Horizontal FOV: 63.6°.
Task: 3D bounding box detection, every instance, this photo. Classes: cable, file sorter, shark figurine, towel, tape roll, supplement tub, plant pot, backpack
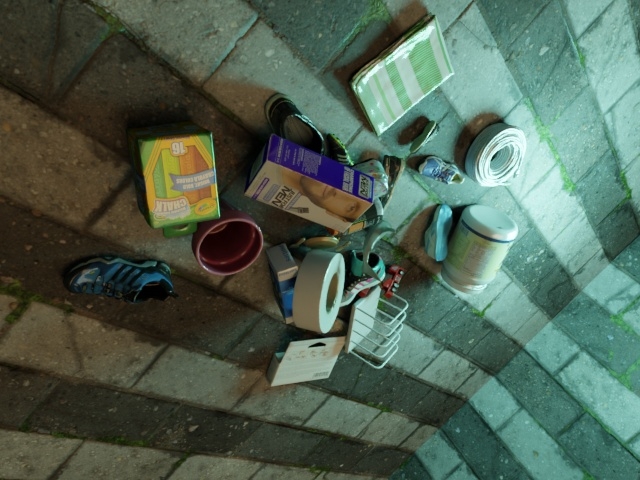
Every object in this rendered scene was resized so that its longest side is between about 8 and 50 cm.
[{"bbox_3d":[0.678,-0.329,1.992,0.256,0.089,0.257,-8,128,-28],"label":"cable"},{"bbox_3d":[0.238,0.360,2.154,0.192,0.173,0.278,-35,143,-42],"label":"file sorter"},{"bbox_3d":[0.213,-0.002,1.858,0.278,0.116,0.166,-61,137,-38],"label":"shark figurine"},{"bbox_3d":[0.259,-0.506,1.602,0.324,0.038,0.248,-40,137,0],"label":"towel"},{"bbox_3d":[-0.002,0.177,1.803,0.286,0.100,0.287,10,90,-74],"label":"tape roll"},{"bbox_3d":[0.111,-0.088,1.786,0.190,0.117,0.117,-18,133,-21],"label":"supplement tub"},{"bbox_3d":[-0.294,-0.028,1.517,0.201,0.180,0.202,-19,133,-21],"label":"plant pot"},{"bbox_3d":[0.656,0.039,2.170,0.235,0.235,0.325,-5,127,-31],"label":"supplement tub"},{"bbox_3d":[0.128,-0.180,1.660,0.181,0.115,0.152,-25,155,18],"label":"backpack"}]

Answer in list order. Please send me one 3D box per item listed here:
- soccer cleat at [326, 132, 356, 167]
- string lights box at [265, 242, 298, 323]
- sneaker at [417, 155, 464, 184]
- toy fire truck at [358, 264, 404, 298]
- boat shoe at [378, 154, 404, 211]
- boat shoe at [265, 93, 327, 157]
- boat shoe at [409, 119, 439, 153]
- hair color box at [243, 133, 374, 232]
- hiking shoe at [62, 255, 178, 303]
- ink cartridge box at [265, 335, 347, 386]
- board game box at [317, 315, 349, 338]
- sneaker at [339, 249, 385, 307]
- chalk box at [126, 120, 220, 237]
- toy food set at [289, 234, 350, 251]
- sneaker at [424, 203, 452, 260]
[{"bbox_3d":[0.055,-0.268,1.645,0.072,0.060,0.179,-38,139,1],"label":"soccer cleat"},{"bbox_3d":[-0.121,0.153,1.812,0.076,0.133,0.260,-18,132,-13],"label":"string lights box"},{"bbox_3d":[0.448,-0.255,1.901,0.211,0.081,0.080,3,124,-34],"label":"sneaker"},{"bbox_3d":[0.248,0.166,2.102,0.192,0.135,0.047,-60,179,-27],"label":"toy fire truck"},{"bbox_3d":[0.219,-0.193,1.813,0.079,0.084,0.233,10,124,-13],"label":"boat shoe"},{"bbox_3d":[-0.046,-0.276,1.530,0.127,0.113,0.340,-34,137,-7],"label":"boat shoe"},{"bbox_3d":[0.362,-0.351,1.788,0.042,0.049,0.133,34,98,-37],"label":"boat shoe"},{"bbox_3d":[-0.032,-0.158,1.513,0.338,0.110,0.185,19,145,-20],"label":"hair color box"},{"bbox_3d":[-0.570,0.120,1.487,0.303,0.132,0.113,-2,125,-33],"label":"hiking shoe"},{"bbox_3d":[-0.057,0.489,2.178,0.296,0.066,0.261,2,124,-34],"label":"ink cartridge box"},{"bbox_3d":[0.061,0.372,2.192,0.103,0.026,0.154,-48,136,8],"label":"board game box"},{"bbox_3d":[0.125,0.134,1.967,0.295,0.124,0.179,-31,141,-20],"label":"sneaker"},{"bbox_3d":[-0.373,-0.141,1.325,0.180,0.179,0.289,-14,115,-25],"label":"chalk box"},{"bbox_3d":[0.000,0.000,1.802,0.191,0.039,0.132,5,162,-23],"label":"toy food set"},{"bbox_3d":[0.470,-0.038,2.096,0.087,0.092,0.229,-1,105,-31],"label":"sneaker"}]
